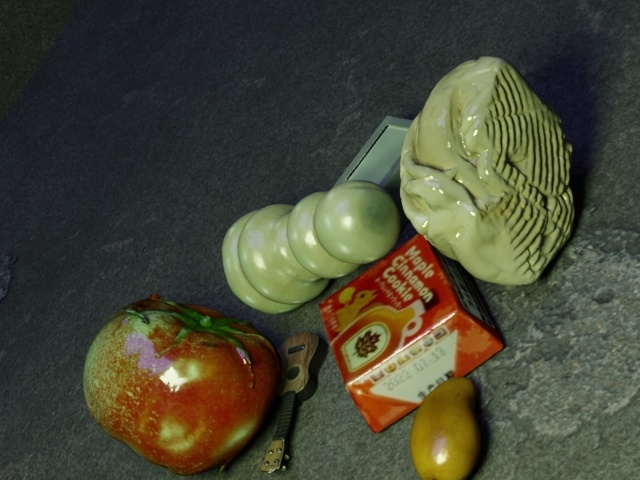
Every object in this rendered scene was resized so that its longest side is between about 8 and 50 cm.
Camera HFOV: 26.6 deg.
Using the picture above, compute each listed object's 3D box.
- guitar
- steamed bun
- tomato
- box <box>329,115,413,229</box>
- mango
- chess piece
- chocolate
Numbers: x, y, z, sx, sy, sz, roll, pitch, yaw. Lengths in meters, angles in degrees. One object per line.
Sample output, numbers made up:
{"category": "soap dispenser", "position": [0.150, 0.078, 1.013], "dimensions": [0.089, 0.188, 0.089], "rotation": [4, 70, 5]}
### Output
{"category": "guitar", "position": [-0.045, 0.255, 2.089], "dimensions": [0.083, 0.038, 0.271], "rotation": [-22, 37, 31]}
{"category": "steamed bun", "position": [0.223, -0.096, 1.967], "dimensions": [0.203, 0.289, 0.276], "rotation": [-9, 31, 49]}
{"category": "tomato", "position": [-0.212, 0.228, 2.092], "dimensions": [0.303, 0.303, 0.239], "rotation": [32, 106, 56]}
{"category": "box", "position": [0.105, -0.095, 2.272], "dimensions": [0.225, 0.086, 0.129], "rotation": [-53, 34, -13]}
{"category": "mango", "position": [0.169, 0.253, 1.826], "dimensions": [0.102, 0.085, 0.184], "rotation": [-24, 33, 26]}
{"category": "chess piece", "position": [0.000, 0.000, 2.122], "dimensions": [0.330, 0.182, 0.182], "rotation": [-23, 36, 54]}
{"category": "chocolate", "position": [0.122, 0.125, 1.996], "dimensions": [0.234, 0.108, 0.237], "rotation": [-34, 33, 12]}
